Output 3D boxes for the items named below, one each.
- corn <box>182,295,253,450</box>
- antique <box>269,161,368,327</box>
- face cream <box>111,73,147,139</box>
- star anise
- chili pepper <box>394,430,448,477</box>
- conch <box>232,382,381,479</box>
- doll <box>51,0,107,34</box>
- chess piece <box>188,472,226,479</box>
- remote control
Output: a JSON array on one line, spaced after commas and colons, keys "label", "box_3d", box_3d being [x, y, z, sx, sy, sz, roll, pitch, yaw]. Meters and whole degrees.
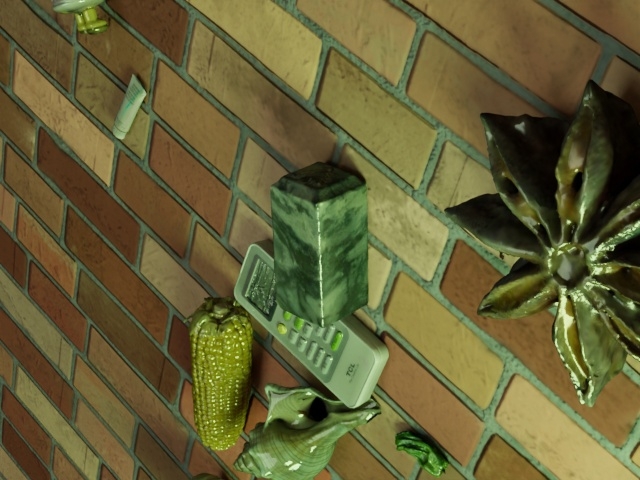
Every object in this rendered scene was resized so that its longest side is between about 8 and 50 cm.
[{"label": "corn", "box_3d": [-0.144, 0.194, 1.754, 0.091, 0.091, 0.260, 33, 135, 31]}, {"label": "antique", "box_3d": [0.000, 0.000, 1.479, 0.088, 0.086, 0.183, 24, 126, 40]}, {"label": "face cream", "box_3d": [-0.276, -0.190, 1.753, 0.038, 0.020, 0.115, 53, 140, 17]}, {"label": "star anise", "box_3d": [0.262, 0.001, 1.152, 0.331, 0.117, 0.332, 20, 124, 32]}, {"label": "chili pepper", "box_3d": [0.125, 0.265, 1.526, 0.091, 0.030, 0.034, 30, 156, 39]}, {"label": "conch", "box_3d": [-0.030, 0.253, 1.651, 0.137, 0.114, 0.234, 45, 104, 9]}, {"label": "doll", "box_3d": [-0.343, -0.386, 1.676, 0.129, 0.081, 0.207, 12, 116, 60]}, {"label": "chess piece", "box_3d": [-0.103, 0.475, 1.849, 0.271, 0.139, 0.139, 27, 129, 26]}, {"label": "remote control", "box_3d": [-0.016, 0.106, 1.591, 0.250, 0.034, 0.103, 43, 128, 28]}]
